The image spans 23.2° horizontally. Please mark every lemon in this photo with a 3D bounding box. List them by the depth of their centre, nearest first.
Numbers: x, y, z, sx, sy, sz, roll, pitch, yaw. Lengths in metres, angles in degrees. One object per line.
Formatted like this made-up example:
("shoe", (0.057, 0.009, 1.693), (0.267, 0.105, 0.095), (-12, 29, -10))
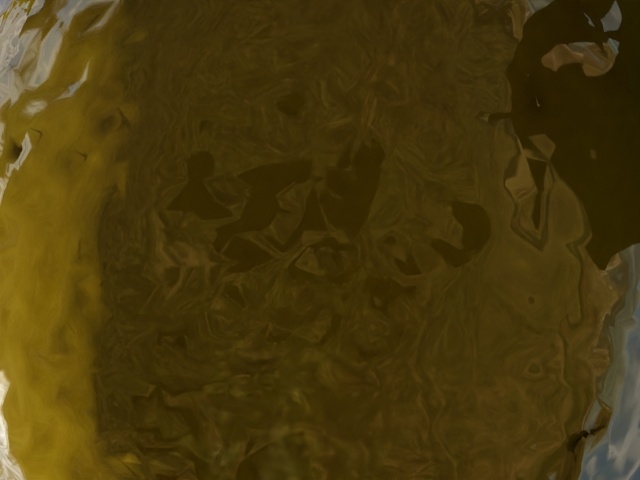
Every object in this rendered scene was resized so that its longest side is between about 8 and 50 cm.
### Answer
("lemon", (-0.001, 0.005, 0.459), (0.236, 0.236, 0.263), (29, -111, 4))
